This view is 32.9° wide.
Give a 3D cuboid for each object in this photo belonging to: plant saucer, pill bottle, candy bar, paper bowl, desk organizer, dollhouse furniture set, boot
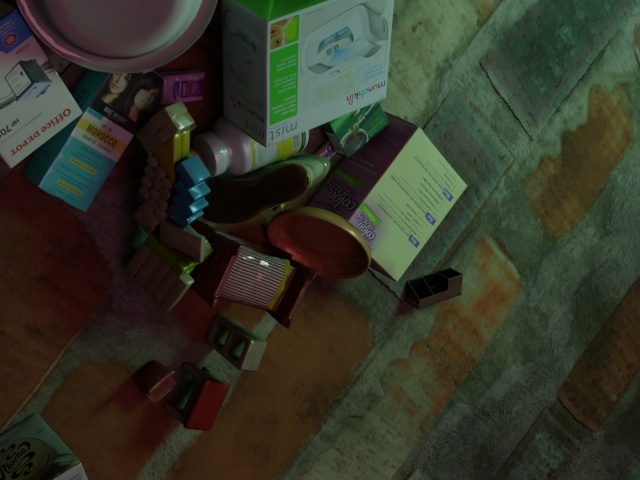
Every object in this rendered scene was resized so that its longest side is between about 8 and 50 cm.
[{"bbox_3d":[0.000,0.000,1.974,0.200,0.200,0.037,57,45,-43],"label":"plant saucer"},{"bbox_3d":[-0.119,-0.171,1.828,0.184,0.103,0.103,-24,126,-30],"label":"pill bottle"},{"bbox_3d":[-0.025,-0.126,1.995,0.161,0.018,0.040,-45,134,-12],"label":"candy bar"},{"bbox_3d":[-0.277,-0.364,1.477,0.284,0.148,0.284,-5,121,-9],"label":"paper bowl"},{"bbox_3d":[0.246,0.102,2.334,0.130,0.047,0.050,-15,119,-35],"label":"desk organizer"},{"bbox_3d":[-0.188,0.168,1.913,0.201,0.152,0.374,17,100,-45],"label":"dollhouse furniture set"},{"bbox_3d":[-0.096,-0.094,1.894,0.165,0.213,0.077,-42,114,-69],"label":"boot"}]

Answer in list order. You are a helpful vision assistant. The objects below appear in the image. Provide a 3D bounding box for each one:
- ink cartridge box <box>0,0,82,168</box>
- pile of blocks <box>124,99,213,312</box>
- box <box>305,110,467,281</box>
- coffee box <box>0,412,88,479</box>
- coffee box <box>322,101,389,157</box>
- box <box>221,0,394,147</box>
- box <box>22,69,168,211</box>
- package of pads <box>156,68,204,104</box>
[{"bbox_3d":[-0.448,-0.221,1.530,0.139,0.082,0.190,-42,132,-16],"label":"ink cartridge box"},{"bbox_3d":[-0.216,-0.060,1.749,0.113,0.149,0.362,-37,146,-49],"label":"pile of blocks"},{"bbox_3d":[0.130,-0.084,2.083,0.243,0.117,0.213,-54,135,-6],"label":"box"},{"bbox_3d":[-0.535,0.433,1.743,0.297,0.168,0.118,-30,129,-25],"label":"coffee box"},{"bbox_3d":[0.042,-0.252,1.955,0.113,0.040,0.184,-40,125,-16],"label":"coffee box"},{"bbox_3d":[-0.022,-0.309,1.740,0.262,0.127,0.231,-26,136,-31],"label":"box"},{"bbox_3d":[-0.344,-0.174,1.660,0.100,0.060,0.244,32,90,-46],"label":"box"},{"bbox_3d":[-0.228,-0.247,1.742,0.083,0.032,0.050,-12,122,-37],"label":"package of pads"}]
